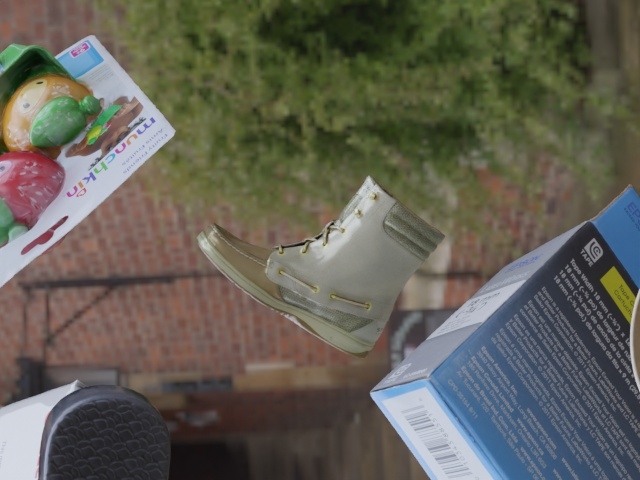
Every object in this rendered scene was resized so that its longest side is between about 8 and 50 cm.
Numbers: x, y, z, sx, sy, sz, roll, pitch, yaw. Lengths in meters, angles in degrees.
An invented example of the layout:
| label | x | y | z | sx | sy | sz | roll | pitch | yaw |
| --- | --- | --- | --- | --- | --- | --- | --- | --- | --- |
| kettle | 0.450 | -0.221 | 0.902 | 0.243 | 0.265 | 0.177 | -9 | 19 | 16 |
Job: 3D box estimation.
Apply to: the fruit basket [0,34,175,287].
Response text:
| label | x | y | z | sx | sy | sz | roll | pitch | yaw |
| --- | --- | --- | --- | --- | --- | --- | --- | --- | --- |
| fruit basket | -0.334 | -0.078 | 1.555 | 0.165 | 0.327 | 0.353 | 49 | 180 | -29 |

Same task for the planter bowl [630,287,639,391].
| label | x | y | z | sx | sy | sz | roll | pitch | yaw |
| --- | --- | --- | --- | --- | --- | --- | --- | --- | --- |
| planter bowl | 0.311 | 0.070 | 0.990 | 0.162 | 0.109 | 0.162 | -11 | 76 | 50 |

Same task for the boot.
| label | x | y | z | sx | sy | sz | roll | pitch | yaw |
| --- | --- | --- | --- | --- | --- | --- | --- | --- | --- |
| boot | 0.000 | 0.000 | 1.446 | 0.165 | 0.213 | 0.077 | -56 | 10 | 10 |

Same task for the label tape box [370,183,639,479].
| label | x | y | z | sx | sy | sz | roll | pitch | yaw |
| --- | --- | --- | --- | --- | --- | --- | --- | --- | --- |
| label tape box | 0.242 | 0.138 | 1.384 | 0.241 | 0.333 | 0.106 | 55 | 146 | -5 |

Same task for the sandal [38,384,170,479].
| label | x | y | z | sx | sy | sz | roll | pitch | yaw |
| --- | --- | --- | --- | --- | --- | --- | --- | --- | --- |
| sandal | -0.140 | 0.207 | 0.838 | 0.054 | 0.097 | 0.254 | -152 | 77 | -70 |

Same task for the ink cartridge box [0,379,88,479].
| label | x | y | z | sx | sy | sz | roll | pitch | yaw |
| --- | --- | --- | --- | --- | --- | --- | --- | --- | --- |
| ink cartridge box | -0.313 | 0.295 | 1.442 | 0.129 | 0.307 | 0.223 | 33 | -131 | -40 |
